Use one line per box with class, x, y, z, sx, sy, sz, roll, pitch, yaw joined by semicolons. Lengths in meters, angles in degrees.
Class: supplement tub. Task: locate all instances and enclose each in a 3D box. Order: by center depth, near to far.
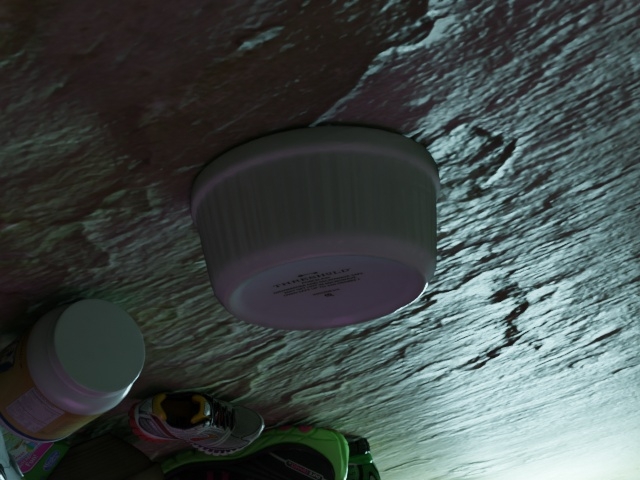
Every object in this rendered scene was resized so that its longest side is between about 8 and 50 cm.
supplement tub;-0.323;0.165;1.500;0.144;0.144;0.200;11;150;-35

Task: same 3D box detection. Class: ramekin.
ramekin;0.000;0.000;1.238;0.273;0.127;0.273;-6;156;-2

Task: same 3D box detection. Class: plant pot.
plant pot;-0.392;0.396;1.996;0.237;0.110;0.237;-21;175;-2

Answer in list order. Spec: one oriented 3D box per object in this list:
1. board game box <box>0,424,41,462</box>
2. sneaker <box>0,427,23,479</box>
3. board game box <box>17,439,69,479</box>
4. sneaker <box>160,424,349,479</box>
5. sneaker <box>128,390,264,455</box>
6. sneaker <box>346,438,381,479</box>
board game box;-0.500;0.317;1.771;0.154;0.026;0.103;-37;142;-20
sneaker;-0.476;0.286;1.641;0.137;0.210;0.366;-8;153;4
board game box;-0.572;0.367;1.815;0.242;0.064;0.316;-54;145;3
sneaker;-0.155;0.482;2.178;0.483;0.202;0.185;-25;149;35
sneaker;-0.187;0.288;1.880;0.225;0.088;0.093;9;150;-32
sneaker;0.009;0.533;2.308;0.134;0.146;0.343;-3;144;-32
